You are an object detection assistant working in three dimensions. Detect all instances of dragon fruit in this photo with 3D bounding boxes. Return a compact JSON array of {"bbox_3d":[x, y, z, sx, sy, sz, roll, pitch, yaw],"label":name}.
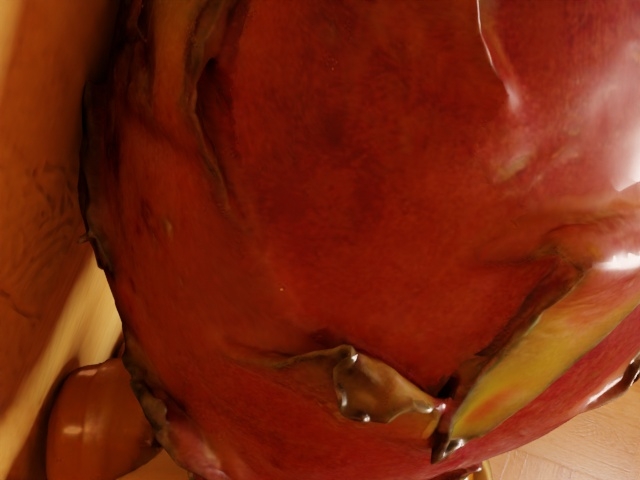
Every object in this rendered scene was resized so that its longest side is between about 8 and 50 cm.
[{"bbox_3d":[0.031,-0.048,0.499,0.250,0.250,0.315,-48,139,-83],"label":"dragon fruit"}]

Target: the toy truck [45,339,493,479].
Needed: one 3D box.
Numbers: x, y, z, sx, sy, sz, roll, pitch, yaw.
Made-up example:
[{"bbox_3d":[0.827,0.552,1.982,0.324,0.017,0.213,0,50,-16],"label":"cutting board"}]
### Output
[{"bbox_3d":[-0.020,0.151,0.693,0.288,0.204,0.211,-15,107,-83],"label":"toy truck"}]
